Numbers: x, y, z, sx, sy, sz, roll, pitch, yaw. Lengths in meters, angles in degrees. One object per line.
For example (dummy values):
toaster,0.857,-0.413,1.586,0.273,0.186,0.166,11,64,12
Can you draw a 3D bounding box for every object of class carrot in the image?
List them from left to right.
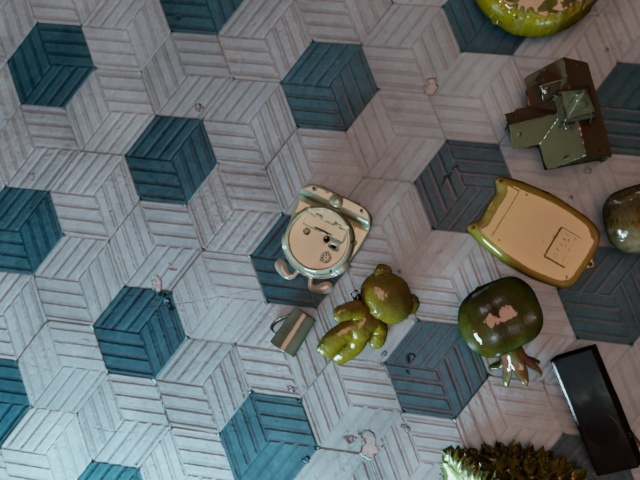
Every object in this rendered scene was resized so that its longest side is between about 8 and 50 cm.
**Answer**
carrot,0.639,-0.040,1.337,0.301,0.138,0.139,4,85,36

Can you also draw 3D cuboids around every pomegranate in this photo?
pomegranate,0.334,0.163,1.414,0.152,0.131,0.191,-28,105,-1

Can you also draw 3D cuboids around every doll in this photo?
doll,0.079,0.140,1.465,0.209,0.097,0.137,-42,119,9

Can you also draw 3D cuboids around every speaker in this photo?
speaker,0.490,0.302,1.401,0.082,0.044,0.218,-23,83,31

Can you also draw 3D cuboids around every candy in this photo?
candy,0.406,-0.509,1.463,0.259,0.118,0.260,-1,81,4

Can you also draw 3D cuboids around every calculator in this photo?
calculator,0.403,-0.013,1.458,0.236,0.033,0.157,30,89,7

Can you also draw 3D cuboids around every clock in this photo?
clock,0.000,0.000,1.496,0.151,0.062,0.191,25,90,9

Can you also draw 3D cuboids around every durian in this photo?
durian,0.387,0.486,1.403,0.394,0.163,0.198,31,129,13

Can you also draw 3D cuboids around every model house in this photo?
model house,0.415,-0.223,1.366,0.176,0.248,0.181,-12,83,7

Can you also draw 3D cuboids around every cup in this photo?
cup,-0.055,0.171,1.502,0.054,0.075,0.083,35,87,-28

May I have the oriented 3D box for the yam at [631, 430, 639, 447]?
yam,0.537,0.325,1.417,0.021,0.021,0.116,-36,80,3
